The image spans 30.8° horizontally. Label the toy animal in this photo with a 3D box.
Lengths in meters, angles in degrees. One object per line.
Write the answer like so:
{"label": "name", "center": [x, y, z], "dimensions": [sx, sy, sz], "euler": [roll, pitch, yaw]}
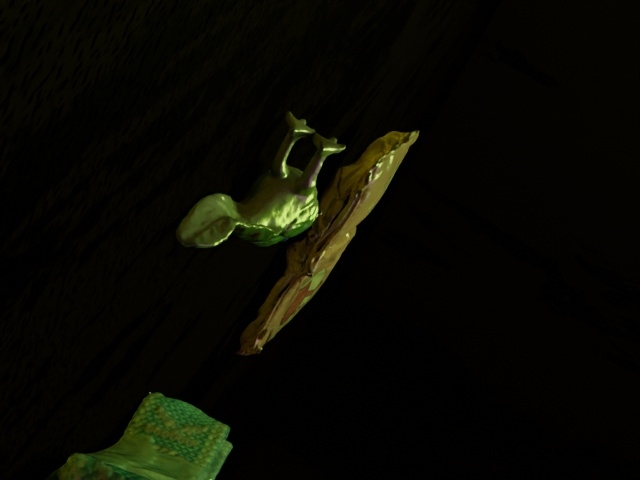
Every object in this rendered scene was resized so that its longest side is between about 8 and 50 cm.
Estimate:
{"label": "toy animal", "center": [-0.024, -0.030, 0.619], "dimensions": [0.075, 0.041, 0.217], "euler": [-58, 172, 6]}

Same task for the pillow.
{"label": "pillow", "center": [0.000, 0.000, 1.066], "dimensions": [0.248, 0.049, 0.135], "euler": [-57, 177, 27]}

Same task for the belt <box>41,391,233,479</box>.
{"label": "belt", "center": [-0.104, 0.139, 0.636], "dimensions": [0.087, 0.072, 0.302], "euler": [-55, 178, 0]}
